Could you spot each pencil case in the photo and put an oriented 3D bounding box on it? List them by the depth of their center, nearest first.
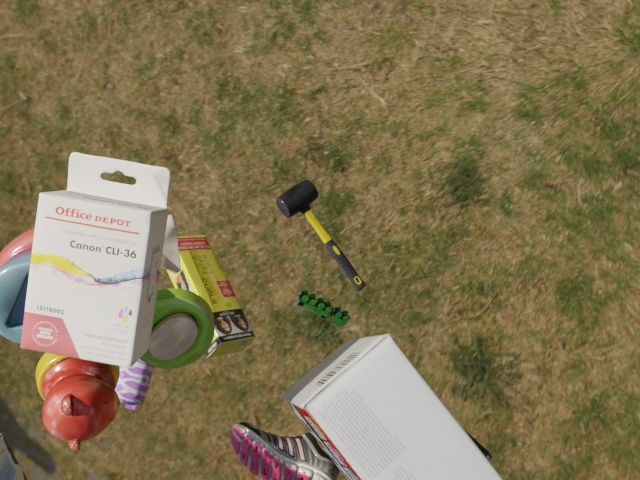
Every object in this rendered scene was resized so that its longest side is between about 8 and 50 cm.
[{"bbox_3d":[-0.382,0.243,1.411,0.086,0.088,0.206,15,69,-1],"label":"pencil case"}]

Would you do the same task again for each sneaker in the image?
[{"bbox_3d":[-0.045,0.298,0.948,0.170,0.075,0.063,23,121,19],"label":"sneaker"}]

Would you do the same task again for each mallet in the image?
[{"bbox_3d":[0.000,0.000,1.026,0.189,0.062,0.039,61,161,4],"label":"mallet"}]

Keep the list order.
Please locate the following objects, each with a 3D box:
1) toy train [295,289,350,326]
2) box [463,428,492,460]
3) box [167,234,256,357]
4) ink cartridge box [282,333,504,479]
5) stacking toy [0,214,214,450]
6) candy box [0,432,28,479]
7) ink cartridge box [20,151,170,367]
[{"bbox_3d":[0.003,0.090,0.895,0.083,0.017,0.023,28,119,-23],"label":"toy train"},{"bbox_3d":[0.227,0.358,1.106,0.067,0.083,0.018,39,166,50],"label":"box"},{"bbox_3d":[-0.209,0.099,1.242,0.058,0.087,0.232,-48,60,34],"label":"box"},{"bbox_3d":[0.101,0.278,0.843,0.130,0.272,0.309,-38,88,-13],"label":"ink cartridge box"},{"bbox_3d":[-0.293,0.126,0.939,0.279,0.130,0.309,-16,120,-8],"label":"stacking toy"},{"bbox_3d":[-0.376,0.326,0.720,0.159,0.071,0.233,-11,116,5],"label":"candy box"},{"bbox_3d":[-0.224,0.016,0.683,0.115,0.067,0.198,9,97,1],"label":"ink cartridge box"}]
